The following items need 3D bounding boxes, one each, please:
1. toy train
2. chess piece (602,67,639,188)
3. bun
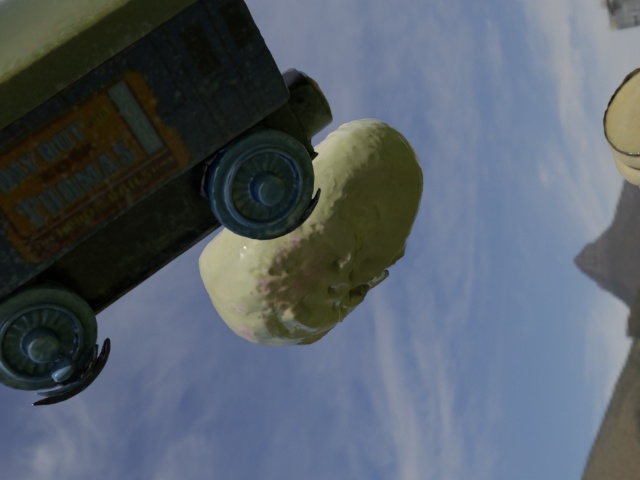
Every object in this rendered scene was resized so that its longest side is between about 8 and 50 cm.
[{"bbox_3d":[-0.144,-0.046,0.521,0.300,0.131,0.202,-37,-53,-10],"label":"toy train"},{"bbox_3d":[0.394,-0.031,0.928,0.307,0.124,0.138,56,-158,-35],"label":"chess piece"},{"bbox_3d":[0.000,0.000,1.239,0.213,0.361,0.361,48,-147,-3],"label":"bun"}]
